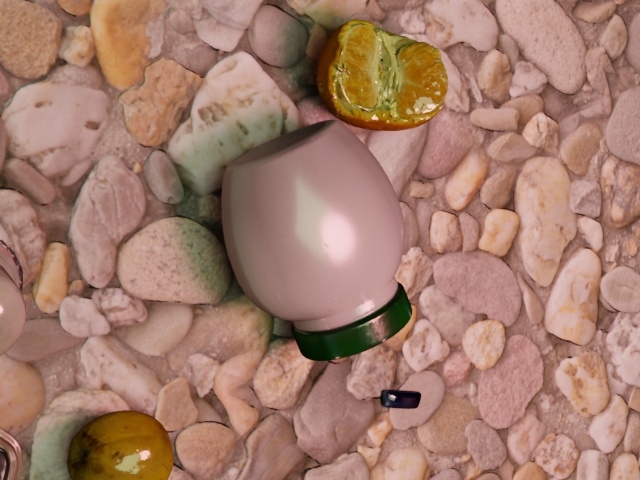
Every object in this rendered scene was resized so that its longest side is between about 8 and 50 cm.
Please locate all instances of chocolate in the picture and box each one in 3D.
[{"bbox_3d":[-0.503,0.108,1.469,0.221,0.147,0.221,-19,127,-27],"label":"chocolate"}]

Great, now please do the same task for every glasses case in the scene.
[{"bbox_3d":[0.154,0.298,1.924,0.083,0.023,0.033,8,87,-28],"label":"glasses case"}]

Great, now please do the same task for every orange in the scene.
[{"bbox_3d":[0.096,-0.282,1.793,0.237,0.158,0.179,5,83,-25],"label":"orange"}]

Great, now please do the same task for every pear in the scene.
[{"bbox_3d":[-0.311,0.338,1.607,0.162,0.149,0.148,1,92,-35],"label":"pear"}]

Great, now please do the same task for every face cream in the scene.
[{"bbox_3d":[0.000,0.000,1.719,0.312,0.219,0.357,-29,106,-25],"label":"face cream"}]

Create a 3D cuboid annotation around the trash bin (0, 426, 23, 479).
[{"bbox_3d":[-0.539,0.304,1.402,0.209,0.290,0.182,28,79,-27],"label":"trash bin"}]
